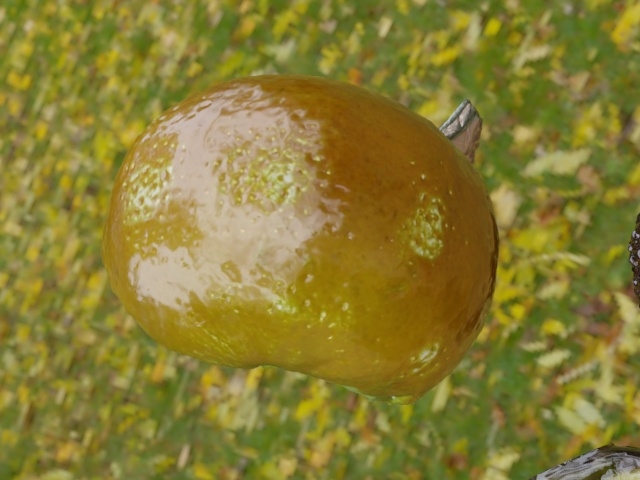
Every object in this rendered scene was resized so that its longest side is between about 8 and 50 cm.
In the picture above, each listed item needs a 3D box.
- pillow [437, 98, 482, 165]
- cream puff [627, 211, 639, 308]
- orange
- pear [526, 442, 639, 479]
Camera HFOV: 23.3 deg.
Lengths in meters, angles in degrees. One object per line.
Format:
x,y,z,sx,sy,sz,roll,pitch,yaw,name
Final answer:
0.056,-0.033,1.181,0.126,0.043,0.232,-36,-4,-12,pillow
0.394,0.013,1.404,0.239,0.239,0.165,-63,12,6,cream puff
0.000,-0.003,0.903,0.158,0.237,0.179,-47,25,54,orange
0.170,0.194,0.699,0.267,0.267,0.178,-39,63,38,pear
